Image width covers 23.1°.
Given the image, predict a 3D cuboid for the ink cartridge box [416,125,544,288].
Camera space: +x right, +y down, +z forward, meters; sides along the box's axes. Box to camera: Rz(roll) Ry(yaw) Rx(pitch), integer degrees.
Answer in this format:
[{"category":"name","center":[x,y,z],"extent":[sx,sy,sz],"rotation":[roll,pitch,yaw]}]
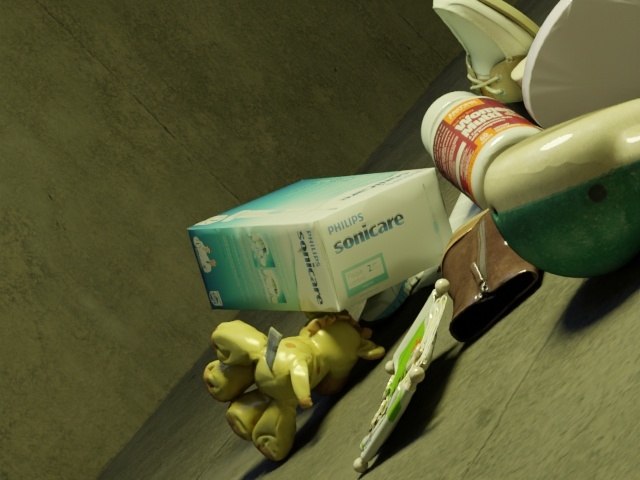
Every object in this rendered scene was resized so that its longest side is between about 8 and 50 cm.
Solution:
[{"category":"ink cartridge box","center":[0.223,-0.033,2.090],"extent":[0.225,0.056,0.181],"rotation":[-66,11,-15]}]

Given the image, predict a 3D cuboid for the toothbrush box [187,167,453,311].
[{"category":"toothbrush box","center":[0.000,0.000,2.070],"extent":[0.216,0.126,0.295],"rotation":[-24,12,-36]}]

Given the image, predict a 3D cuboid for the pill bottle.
[{"category":"pill bottle","center":[0.209,-0.111,1.955],"extent":[0.121,0.121,0.221],"rotation":[-45,27,2]}]

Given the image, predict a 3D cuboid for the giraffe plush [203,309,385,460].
[{"category":"giraffe plush","center":[-0.024,0.152,1.983],"extent":[0.170,0.181,0.210],"rotation":[-22,-21,-38]}]

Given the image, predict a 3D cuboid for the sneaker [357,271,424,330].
[{"category":"sneaker","center":[0.088,0.052,2.183],"extent":[0.071,0.083,0.191],"rotation":[-37,11,45]}]

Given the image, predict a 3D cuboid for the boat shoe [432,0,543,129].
[{"category":"boat shoe","center":[0.249,-0.224,2.040],"extent":[0.103,0.302,0.113],"rotation":[-57,30,-3]}]

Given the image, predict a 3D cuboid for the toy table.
[{"category":"toy table","center":[0.344,-0.260,1.896],"extent":[0.274,0.252,0.161],"rotation":[-34,22,4]}]

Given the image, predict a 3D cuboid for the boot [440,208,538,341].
[{"category":"boot","center":[0.234,-0.009,1.703],"extent":[0.248,0.090,0.207],"rotation":[-42,18,21]}]

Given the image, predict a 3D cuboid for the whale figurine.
[{"category":"whale figurine","center":[0.288,-0.057,1.425],"extent":[0.272,0.141,0.216],"rotation":[-21,2,-9]}]

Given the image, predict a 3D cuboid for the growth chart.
[{"category":"growth chart","center":[0.086,0.144,1.640],"extent":[0.172,0.021,0.237],"rotation":[-62,1,28]}]
